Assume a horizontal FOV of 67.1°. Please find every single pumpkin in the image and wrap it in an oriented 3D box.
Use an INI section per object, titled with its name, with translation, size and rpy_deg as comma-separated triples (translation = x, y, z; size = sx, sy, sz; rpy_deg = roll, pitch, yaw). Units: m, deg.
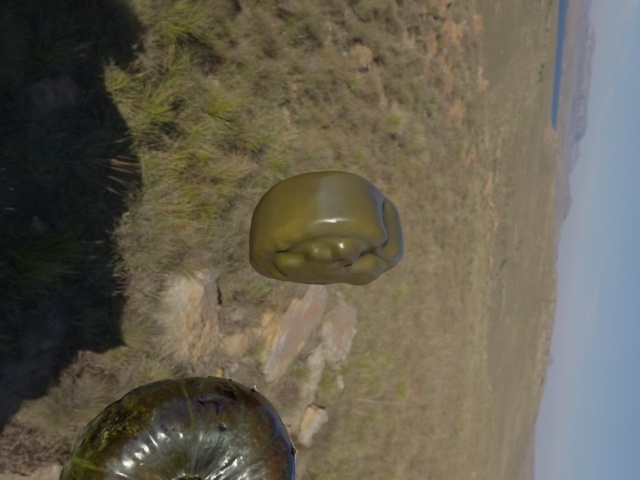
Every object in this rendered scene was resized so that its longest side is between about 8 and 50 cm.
[pumpkin]
translation = -0.149, 0.274, 0.522
size = 0.189, 0.261, 0.260
rpy_deg = -47, -161, 60

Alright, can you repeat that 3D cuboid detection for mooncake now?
[mooncake]
translation = 0.000, 0.000, 0.708
size = 0.235, 0.235, 0.116
rpy_deg = 39, 42, -60
